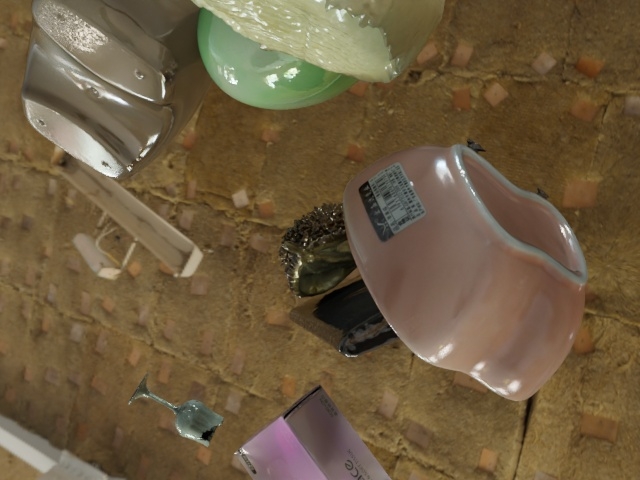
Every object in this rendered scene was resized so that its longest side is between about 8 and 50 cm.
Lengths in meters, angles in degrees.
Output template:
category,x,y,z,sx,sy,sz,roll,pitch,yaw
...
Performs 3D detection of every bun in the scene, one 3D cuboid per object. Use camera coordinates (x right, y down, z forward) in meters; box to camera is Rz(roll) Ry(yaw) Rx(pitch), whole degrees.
category,x,y,z,sx,sy,sz,roll,pitch,yaw
bun,-0.009,-0.247,0.479,0.259,0.259,0.152,25,-88,26

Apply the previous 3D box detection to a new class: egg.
category,x,y,z,sx,sy,sz,roll,pitch,yaw
egg,-0.033,-0.288,0.741,0.269,0.220,0.221,-30,-105,10

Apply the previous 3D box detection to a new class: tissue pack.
category,x,y,z,sx,sy,sz,roll,pitch,yaw
tissue pack,-0.308,-0.308,0.921,0.387,0.267,0.277,-39,-156,52
tissue pack,0.012,0.344,0.778,0.246,0.092,0.148,51,-51,11

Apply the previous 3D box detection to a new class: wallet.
category,x,y,z,sx,sy,sz,roll,pitch,yaw
wallet,0.061,0.076,0.696,0.170,0.321,0.044,-29,-87,-12

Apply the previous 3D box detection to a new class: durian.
category,x,y,z,sx,sy,sz,roll,pitch,yaw
durian,0.000,0.000,0.758,0.148,0.188,0.091,-47,-112,23

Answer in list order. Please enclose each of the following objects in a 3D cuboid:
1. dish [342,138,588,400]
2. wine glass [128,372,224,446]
category,x,y,z,sx,sy,sz,roll,pitch,yaw
dish,0.124,0.003,0.426,0.090,0.213,0.213,-45,-111,34
wine glass,-0.306,0.364,1.203,0.195,0.079,0.079,31,-77,-5
